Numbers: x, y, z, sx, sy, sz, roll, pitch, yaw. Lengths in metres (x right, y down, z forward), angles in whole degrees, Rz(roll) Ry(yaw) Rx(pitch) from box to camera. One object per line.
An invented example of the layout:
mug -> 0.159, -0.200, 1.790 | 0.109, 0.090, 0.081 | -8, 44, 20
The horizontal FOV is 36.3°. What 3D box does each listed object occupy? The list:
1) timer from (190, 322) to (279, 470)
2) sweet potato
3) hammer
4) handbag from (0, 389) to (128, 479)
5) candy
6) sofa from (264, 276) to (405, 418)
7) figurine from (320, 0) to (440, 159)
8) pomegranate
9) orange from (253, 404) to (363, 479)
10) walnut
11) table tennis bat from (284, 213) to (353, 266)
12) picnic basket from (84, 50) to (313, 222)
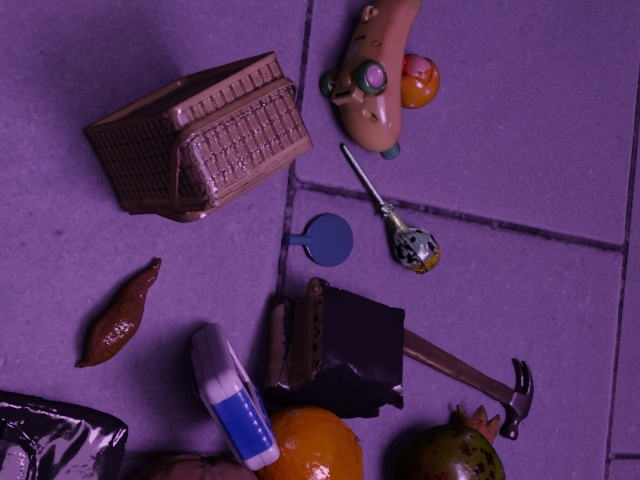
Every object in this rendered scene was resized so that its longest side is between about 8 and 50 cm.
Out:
timer -> -0.148, 0.252, 1.587 | 0.078, 0.253, 0.178 | -28, 108, -3
sweet potato -> -0.313, 0.117, 1.570 | 0.068, 0.068, 0.226 | 45, 66, -28
hammer -> 0.289, 0.272, 2.023 | 0.440, 0.044, 0.168 | 29, 75, -33
handbag -> -0.433, 0.375, 1.475 | 0.244, 0.088, 0.275 | 20, 83, -32
candy -> 0.131, -0.063, 1.886 | 0.083, 0.091, 0.305 | -41, 107, -17
sofa -> 0.018, 0.205, 1.779 | 0.258, 0.182, 0.200 | 21, 61, -35
figurine -> 0.137, -0.320, 1.854 | 0.222, 0.124, 0.324 | 29, 70, -33
pomegranate -> 0.262, 0.432, 1.906 | 0.231, 0.231, 0.285 | 39, 59, -30
orange -> -0.024, 0.391, 1.694 | 0.193, 0.219, 0.219 | -35, 119, 17
walnut -> -0.200, 0.474, 1.559 | 0.273, 0.227, 0.273 | -6, 100, -37
table tennis bat -> 0.000, 0.000, 1.823 | 0.155, 0.019, 0.100 | -1, 92, -38
picnic basket -> -0.184, -0.151, 1.504 | 0.228, 0.313, 0.175 | -35, 109, -31
